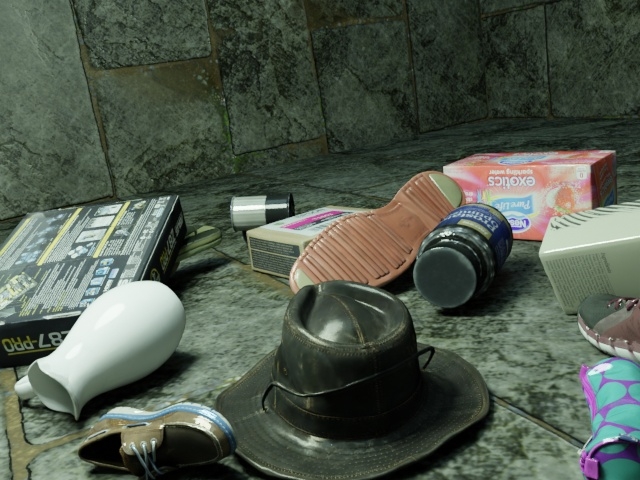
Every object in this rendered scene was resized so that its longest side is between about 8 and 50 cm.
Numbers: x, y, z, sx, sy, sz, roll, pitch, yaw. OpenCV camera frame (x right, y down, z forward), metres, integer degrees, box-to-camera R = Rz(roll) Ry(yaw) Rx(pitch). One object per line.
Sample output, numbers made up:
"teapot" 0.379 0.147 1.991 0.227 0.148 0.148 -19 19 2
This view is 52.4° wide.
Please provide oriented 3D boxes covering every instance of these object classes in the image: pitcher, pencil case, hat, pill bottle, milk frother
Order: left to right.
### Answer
"pitcher" -0.298 0.145 0.879 0.178 0.125 0.207 -9 22 42
"milk frother" -0.130 -0.037 1.448 0.135 0.129 0.143 -3 8 7
"hat" 0.019 0.122 0.730 0.331 0.134 0.331 -9 15 2
"pill bottle" 0.221 0.023 1.014 0.123 0.123 0.219 -2 16 26
"pencil case" 0.261 0.160 0.567 0.070 0.064 0.152 14 21 18

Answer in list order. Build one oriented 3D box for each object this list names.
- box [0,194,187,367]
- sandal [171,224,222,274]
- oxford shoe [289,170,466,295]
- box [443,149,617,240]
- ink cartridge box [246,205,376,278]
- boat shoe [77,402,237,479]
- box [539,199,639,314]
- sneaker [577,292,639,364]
"box" -0.428 0.057 1.146 0.318 0.097 0.395 -6 30 2
"sandal" -0.336 0.048 1.325 0.303 0.086 0.120 -17 30 -26
"oxford shoe" 0.102 0.022 1.154 0.397 0.140 0.146 -29 -21 -31
"box" 0.410 -0.089 1.287 0.300 0.154 0.142 6 20 41
"ink cartridge box" 0.000 0.000 1.310 0.235 0.088 0.193 -20 19 -37
"boat shoe" -0.166 0.209 0.652 0.183 0.066 0.066 -12 15 31
"box" 0.430 0.010 0.816 0.275 0.113 0.094 -12 28 37
"sneaker" 0.377 0.059 0.692 0.106 0.162 0.281 -12 15 -12
